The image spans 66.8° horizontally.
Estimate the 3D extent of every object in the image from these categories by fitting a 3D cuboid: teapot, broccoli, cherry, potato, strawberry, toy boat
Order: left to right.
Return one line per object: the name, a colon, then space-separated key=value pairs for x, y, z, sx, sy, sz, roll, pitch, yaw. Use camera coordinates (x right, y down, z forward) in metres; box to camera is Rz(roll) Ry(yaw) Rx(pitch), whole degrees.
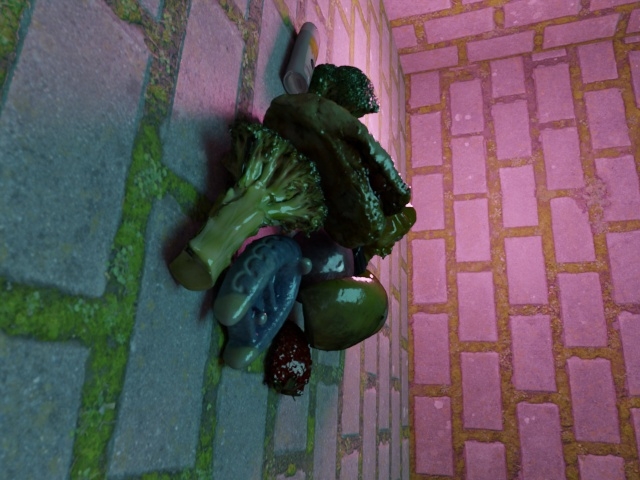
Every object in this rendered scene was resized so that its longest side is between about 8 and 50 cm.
broccoli: x=-0.138 y=-0.040 z=0.958 sx=0.252 sy=0.221 sz=0.361 roll=52 pitch=49 yaw=-47
toy boat: x=-0.108 y=0.116 z=1.049 sx=0.330 sy=0.123 sz=0.215 roll=-60 pitch=149 yaw=-55
strawberry: x=-0.066 y=0.289 z=1.237 sx=0.167 sy=0.087 sz=0.208 roll=56 pitch=33 yaw=-53
cherry: x=-0.006 y=0.070 z=1.310 sx=0.266 sy=0.183 sz=0.213 roll=-33 pitch=112 yaw=-44
potato: x=0.028 y=0.194 z=1.224 sx=0.255 sy=0.269 sz=0.112 roll=35 pitch=23 yaw=-58
broccoli: x=0.061 y=-0.462 z=1.589 sx=0.269 sy=0.261 sz=0.242 roll=18 pitch=-93 yaw=68
teapot: x=0.090 y=0.061 z=1.474 sx=0.096 sy=0.087 sz=0.177 roll=-83 pitch=163 yaw=-56

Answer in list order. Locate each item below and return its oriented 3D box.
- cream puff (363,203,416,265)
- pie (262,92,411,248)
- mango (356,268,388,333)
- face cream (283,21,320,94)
cream puff: x=0.169 y=-0.082 z=1.671 sx=0.270 sy=0.274 sz=0.323 roll=-58 pitch=164 yaw=21
pie: x=0.010 y=-0.174 z=1.132 sx=0.418 sy=0.180 sz=0.395 roll=48 pitch=-11 yaw=1
mango: x=0.135 y=0.234 z=1.677 sx=0.384 sy=0.199 sz=0.221 roll=82 pitch=10 yaw=-52
face cream: x=-0.053 y=-0.548 z=1.465 sx=0.107 sy=0.073 sz=0.269 roll=79 pitch=16 yaw=-50
